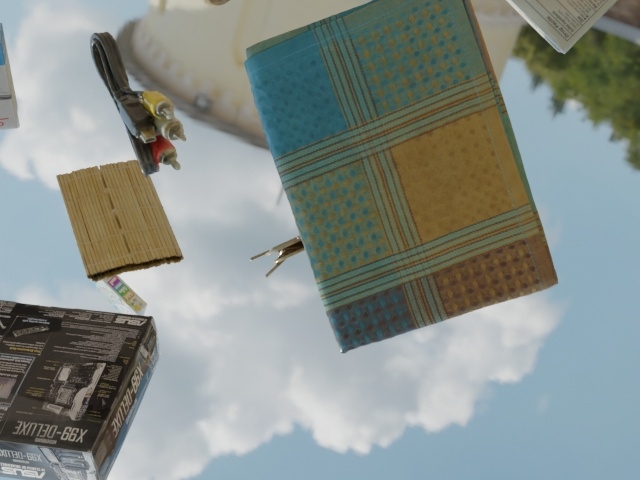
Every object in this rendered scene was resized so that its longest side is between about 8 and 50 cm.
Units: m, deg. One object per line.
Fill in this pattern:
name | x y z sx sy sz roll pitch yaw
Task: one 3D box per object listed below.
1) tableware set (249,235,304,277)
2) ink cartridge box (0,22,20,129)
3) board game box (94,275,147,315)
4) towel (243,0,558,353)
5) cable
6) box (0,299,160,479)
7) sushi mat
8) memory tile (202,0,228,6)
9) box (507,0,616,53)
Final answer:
tableware set | 0.000 0.000 1.942 0.194 0.128 0.039 -25 -90 -43
ink cartridge box | -0.484 -0.210 1.853 0.104 0.180 0.060 -8 -140 -8
board game box | -0.357 0.098 2.353 0.103 0.026 0.154 44 165 0
towel | 0.087 -0.086 1.491 0.271 0.370 0.040 -19 180 13
cable | -0.273 -0.204 1.987 0.072 0.139 0.287 -14 -138 -18
box | -0.386 0.185 1.683 0.307 0.076 0.242 5 -140 10
sushi mat | -0.324 -0.039 2.108 0.151 0.019 0.316 -12 -145 -13
memory tile | -0.060 -0.294 1.316 0.113 0.148 0.012 -16 -121 -25
box | 0.381 -0.424 1.803 0.148 0.311 0.121 41 -166 -22
